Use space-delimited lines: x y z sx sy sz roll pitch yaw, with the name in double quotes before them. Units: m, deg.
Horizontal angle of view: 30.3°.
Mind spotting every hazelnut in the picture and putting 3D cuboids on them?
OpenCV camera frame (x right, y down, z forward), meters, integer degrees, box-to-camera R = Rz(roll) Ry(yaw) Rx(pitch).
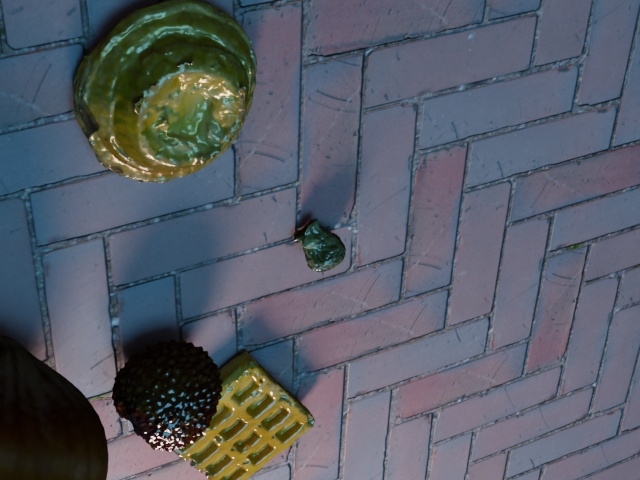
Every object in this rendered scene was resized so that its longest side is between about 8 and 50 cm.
"hazelnut" -0.503 0.328 1.735 0.409 0.359 0.359 14 115 -48

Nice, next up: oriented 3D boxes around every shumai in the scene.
"shumai" 0.000 0.000 1.988 0.083 0.082 0.080 -43 140 -31

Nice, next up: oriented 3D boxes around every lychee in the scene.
"lychee" -0.247 0.253 1.956 0.188 0.188 0.188 -18 131 -21

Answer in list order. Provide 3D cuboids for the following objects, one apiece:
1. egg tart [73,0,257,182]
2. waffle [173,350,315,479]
"egg tart" -0.206 -0.196 1.671 0.290 0.115 0.290 -16 130 -20
"waffle" -0.154 0.335 2.162 0.221 0.055 0.248 -40 135 0
